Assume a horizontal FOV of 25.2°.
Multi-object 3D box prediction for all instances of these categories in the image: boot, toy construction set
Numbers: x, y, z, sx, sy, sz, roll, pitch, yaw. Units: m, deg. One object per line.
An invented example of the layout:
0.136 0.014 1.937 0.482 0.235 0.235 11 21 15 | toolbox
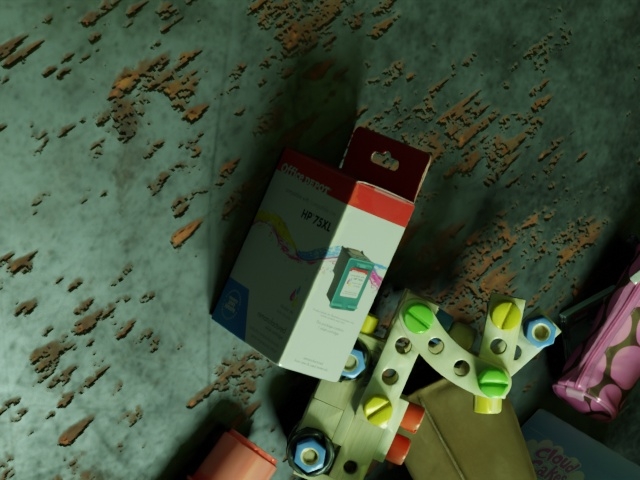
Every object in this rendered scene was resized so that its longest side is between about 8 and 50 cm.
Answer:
0.129 0.295 1.496 0.236 0.269 0.089 -22 159 -7 | boot
0.089 0.186 1.433 0.215 0.151 0.327 23 79 -2 | toy construction set

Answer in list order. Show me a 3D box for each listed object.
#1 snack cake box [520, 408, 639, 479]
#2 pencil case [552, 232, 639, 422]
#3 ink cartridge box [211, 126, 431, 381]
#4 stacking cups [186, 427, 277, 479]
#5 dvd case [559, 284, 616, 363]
0.329 0.313 1.604 0.089 0.264 0.152 -43 125 -14 | snack cake box
0.345 0.103 1.631 0.209 0.095 0.098 -59 162 -5 | pencil case
0.000 0.000 1.350 0.078 0.134 0.231 20 94 -37 | ink cartridge box
-0.151 0.331 1.393 0.096 0.096 0.316 41 83 -37 | stacking cups
0.323 0.121 1.688 0.087 0.013 0.119 -26 121 -24 | dvd case
